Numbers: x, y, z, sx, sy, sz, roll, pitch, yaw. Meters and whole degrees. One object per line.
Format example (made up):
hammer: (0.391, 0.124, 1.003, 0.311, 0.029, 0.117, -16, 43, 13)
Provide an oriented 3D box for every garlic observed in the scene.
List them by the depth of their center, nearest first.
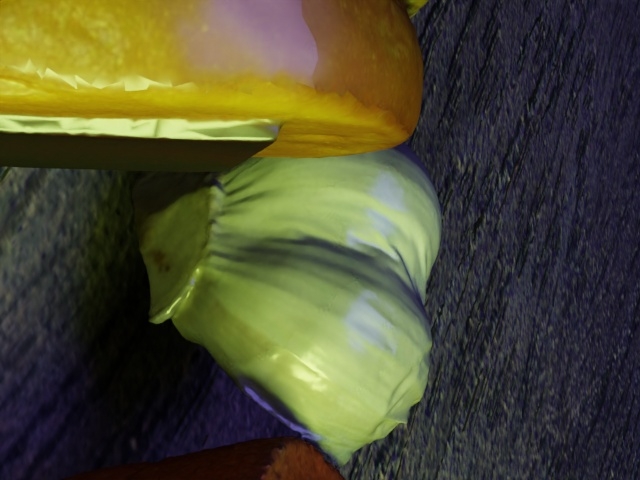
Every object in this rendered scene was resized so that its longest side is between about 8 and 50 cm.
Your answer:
garlic: (0.000, 0.000, 0.926, 0.178, 0.143, 0.229, 33, 13, -39)

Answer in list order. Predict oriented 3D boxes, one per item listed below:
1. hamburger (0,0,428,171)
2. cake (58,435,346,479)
hamburger: (-0.091, -0.141, 0.651, 0.291, 0.291, 0.225, 8, 86, -67)
cake: (-0.047, 0.206, 0.847, 0.283, 0.151, 0.177, 58, 22, -48)
